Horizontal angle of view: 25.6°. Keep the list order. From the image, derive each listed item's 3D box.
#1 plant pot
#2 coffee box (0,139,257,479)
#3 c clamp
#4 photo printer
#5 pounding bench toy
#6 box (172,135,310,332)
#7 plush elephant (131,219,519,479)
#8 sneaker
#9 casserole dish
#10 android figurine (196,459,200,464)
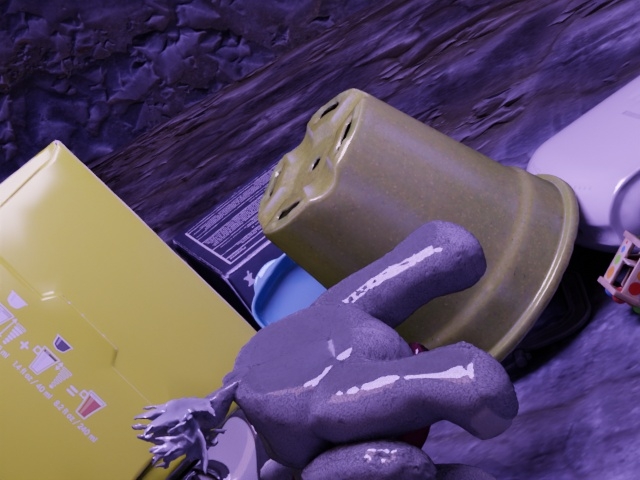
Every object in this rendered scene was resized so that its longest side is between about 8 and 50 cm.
[{"bbox_3d":[0.083,-0.017,1.478,0.276,0.254,0.276,-48,21,25],"label":"plant pot"},{"bbox_3d":[-0.306,0.171,1.500,0.338,0.337,0.334,-44,-4,-31],"label":"coffee box"},{"bbox_3d":[0.221,0.084,1.486,0.137,0.022,0.160,-28,19,19],"label":"c clamp"},{"bbox_3d":[0.380,-0.105,1.560,0.307,0.107,0.256,-35,18,-4],"label":"photo printer"},{"bbox_3d":[0.326,0.041,1.380,0.065,0.083,0.052,-63,12,11],"label":"pounding bench toy"},{"bbox_3d":[0.000,0.000,1.821,0.296,0.182,0.294,-38,17,-9],"label":"box"},{"bbox_3d":[0.041,0.191,1.202,0.330,0.255,0.272,-24,28,4],"label":"plush elephant"},{"bbox_3d":[-0.124,0.276,1.324,0.100,0.108,0.271,8,64,52],"label":"sneaker"},{"bbox_3d":[0.008,0.089,1.628,0.114,0.188,0.037,-57,-5,-16],"label":"casserole dish"},{"bbox_3d":[-0.061,0.260,1.468,0.248,0.056,0.273,-34,16,-1],"label":"android figurine"}]
